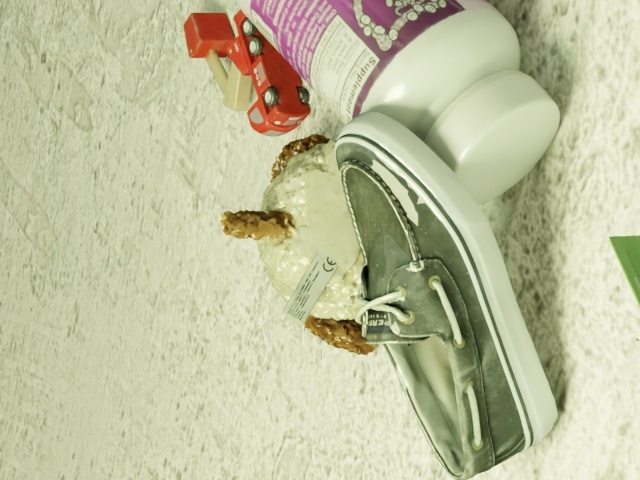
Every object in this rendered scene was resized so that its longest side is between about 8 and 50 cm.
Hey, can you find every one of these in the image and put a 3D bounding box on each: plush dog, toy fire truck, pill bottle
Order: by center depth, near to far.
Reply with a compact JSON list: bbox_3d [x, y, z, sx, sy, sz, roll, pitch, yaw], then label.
[{"bbox_3d":[0.071,-0.174,1.654,0.301,0.169,0.169,48,132,26],"label":"pill bottle"},{"bbox_3d":[0.000,0.000,1.804,0.225,0.210,0.262,130,132,-76],"label":"plush dog"},{"bbox_3d":[-0.082,-0.186,2.020,0.135,0.047,0.192,-44,57,50],"label":"toy fire truck"}]

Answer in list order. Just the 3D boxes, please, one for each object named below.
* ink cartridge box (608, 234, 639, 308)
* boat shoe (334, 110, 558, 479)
[{"bbox_3d":[0.312,0.020,1.275,0.062,0.209,0.109,-51,51,49],"label":"ink cartridge box"},{"bbox_3d":[0.091,0.055,1.578,0.121,0.119,0.335,-7,115,59],"label":"boat shoe"}]
